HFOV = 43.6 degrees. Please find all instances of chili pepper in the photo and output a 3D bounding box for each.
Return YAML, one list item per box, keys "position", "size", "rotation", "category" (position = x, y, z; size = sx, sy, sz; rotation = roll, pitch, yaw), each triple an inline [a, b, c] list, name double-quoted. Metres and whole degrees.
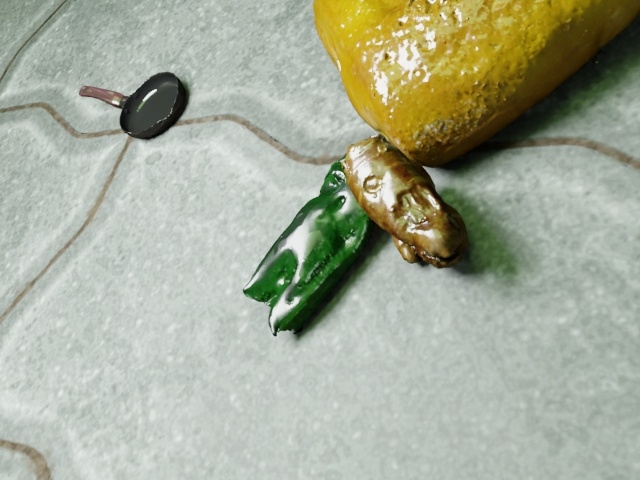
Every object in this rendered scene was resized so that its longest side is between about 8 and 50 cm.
- position: [-0.001, -0.001, 0.849]
  size: [0.098, 0.061, 0.224]
  rotation: [26, 74, 37]
  category: "chili pepper"

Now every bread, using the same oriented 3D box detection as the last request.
- position: [0.147, -0.271, 0.859]
  size: [0.337, 0.148, 0.328]
  rotation: [-36, 44, 20]
  category: "bread"

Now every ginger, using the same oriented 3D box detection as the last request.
- position: [0.087, -0.027, 0.780]
  size: [0.073, 0.103, 0.162]
  rotation: [-43, 57, 14]
  category: "ginger"

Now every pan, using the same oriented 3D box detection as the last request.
- position: [-0.290, -0.209, 1.223]
  size: [0.212, 0.040, 0.114]
  rotation: [13, 68, 33]
  category: "pan"
